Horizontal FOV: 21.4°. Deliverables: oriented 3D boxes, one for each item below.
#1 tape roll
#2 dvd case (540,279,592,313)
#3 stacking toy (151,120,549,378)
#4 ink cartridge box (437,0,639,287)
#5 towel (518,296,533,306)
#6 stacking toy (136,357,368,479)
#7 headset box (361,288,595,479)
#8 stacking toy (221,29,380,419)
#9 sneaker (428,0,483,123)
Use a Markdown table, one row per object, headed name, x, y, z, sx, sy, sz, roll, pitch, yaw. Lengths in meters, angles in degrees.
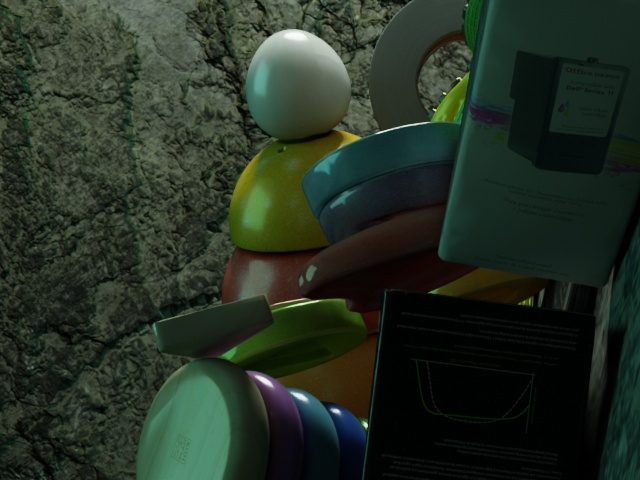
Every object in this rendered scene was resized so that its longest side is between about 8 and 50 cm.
| name | x | y | z | sx | sy | sz | roll | pitch | yaw |
| --- | --- | --- | --- | --- | --- | --- | --- | --- | --- |
| tape roll | 0.164 | -0.175 | 1.899 | 0.072 | 0.219 | 0.219 | 37 | -116 | -87 |
| dvd case | 0.188 | 0.053 | 1.326 | 0.221 | 0.018 | 0.164 | -73 | -7 | -67 |
| stacking toy | 0.014 | 0.000 | 1.297 | 0.309 | 0.279 | 0.130 | 42 | -150 | -72 |
| ink cartridge box | 0.160 | -0.154 | 1.016 | 0.353 | 0.119 | 0.207 | 96 | -174 | -56 |
| towel | 0.215 | 0.050 | 1.756 | 0.237 | 0.021 | 0.102 | -76 | -9 | -50 |
| stacking toy | 0.029 | 0.184 | 1.302 | 0.141 | 0.330 | 0.141 | -23 | 60 | 47 |
| headset box | 0.087 | 0.181 | 1.106 | 0.246 | 0.131 | 0.283 | 49 | -132 | -86 |
| stacking toy | 0.000 | 0.000 | 1.916 | 0.350 | 0.351 | 0.480 | -70 | -31 | -70 |
| sneaker | 0.195 | -0.128 | 1.436 | 0.146 | 0.134 | 0.343 | 56 | 142 | 39 |
